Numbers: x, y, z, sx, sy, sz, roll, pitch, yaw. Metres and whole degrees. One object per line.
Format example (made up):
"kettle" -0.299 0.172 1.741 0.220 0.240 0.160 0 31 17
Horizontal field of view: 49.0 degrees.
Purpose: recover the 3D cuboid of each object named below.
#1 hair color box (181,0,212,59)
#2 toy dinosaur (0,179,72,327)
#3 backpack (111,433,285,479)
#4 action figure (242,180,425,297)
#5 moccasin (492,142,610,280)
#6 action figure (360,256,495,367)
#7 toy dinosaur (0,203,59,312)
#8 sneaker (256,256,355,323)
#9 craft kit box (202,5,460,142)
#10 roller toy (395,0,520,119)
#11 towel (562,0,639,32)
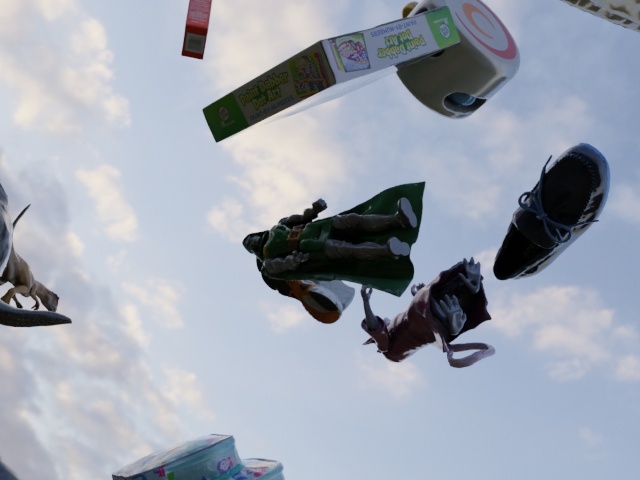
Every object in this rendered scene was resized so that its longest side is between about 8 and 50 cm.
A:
"hair color box" -0.272 -0.496 1.560 0.053 0.167 0.093 10 -34 -12
"toy dinosaur" -0.248 -0.051 0.403 0.313 0.121 0.160 23 -15 7
"backpack" -0.170 0.378 0.994 0.225 0.253 0.191 -32 -113 62
"action figure" 0.000 0.000 0.790 0.232 0.137 0.063 -7 -37 39
"moccasin" 0.419 -0.025 1.293 0.138 0.116 0.342 47 -31 29
"action figure" 0.232 0.195 1.569 0.370 0.248 0.276 -47 -121 47
"toy dinosaur" -0.458 0.047 1.053 0.064 0.112 0.212 18 -38 15
"sneaker" -0.035 0.085 1.658 0.262 0.121 0.099 39 -50 14
"craft kit box" 0.012 -0.213 0.907 0.249 0.246 0.061 -13 -81 50
"roller toy" 0.211 -0.304 1.148 0.209 0.191 0.146 40 -50 -10
"towel" 0.171 -0.139 0.209 0.187 0.049 0.282 14 -10 -18
